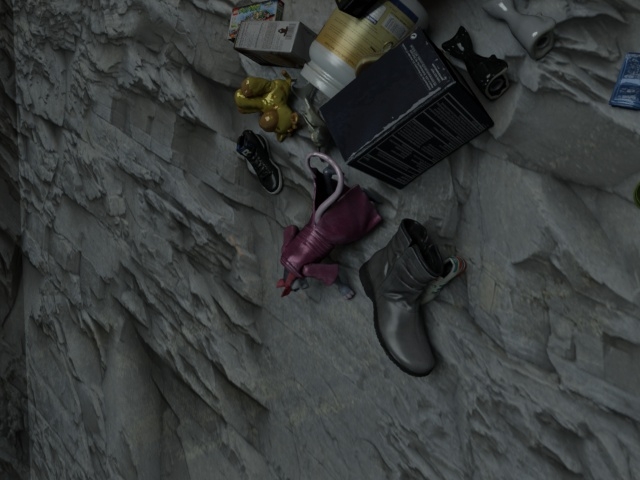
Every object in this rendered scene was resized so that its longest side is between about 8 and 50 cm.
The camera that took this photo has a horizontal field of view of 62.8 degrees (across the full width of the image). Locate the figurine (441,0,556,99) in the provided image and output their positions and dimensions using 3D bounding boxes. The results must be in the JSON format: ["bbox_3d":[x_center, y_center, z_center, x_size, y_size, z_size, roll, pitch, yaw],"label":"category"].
[{"bbox_3d":[0.426,-0.491,1.276,0.215,0.092,0.210,-42,58,20],"label":"figurine"}]

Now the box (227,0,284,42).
[{"bbox_3d":[-0.221,-0.742,1.776,0.206,0.036,0.114,5,85,34],"label":"box"}]

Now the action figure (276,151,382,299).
[{"bbox_3d":[0.000,0.000,1.384,0.248,0.275,0.370,36,89,26],"label":"action figure"}]

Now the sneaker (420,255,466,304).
[{"bbox_3d":[0.279,0.094,1.283,0.161,0.075,0.057,-45,61,20],"label":"sneaker"}]

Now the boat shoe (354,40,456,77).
[{"bbox_3d":[0.205,-0.438,1.316,0.104,0.285,0.089,-51,51,53],"label":"boat shoe"}]

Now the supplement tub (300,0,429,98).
[{"bbox_3d":[0.112,-0.522,1.401,0.228,0.228,0.316,47,108,30],"label":"supplement tub"}]

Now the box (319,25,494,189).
[{"bbox_3d":[0.208,-0.299,1.259,0.294,0.296,0.183,-35,65,24],"label":"box"}]

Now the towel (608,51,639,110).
[{"bbox_3d":[0.669,-0.340,1.118,0.067,0.029,0.120,21,94,34],"label":"towel"}]

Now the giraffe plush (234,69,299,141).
[{"bbox_3d":[-0.145,-0.400,1.619,0.210,0.181,0.171,-18,81,-5],"label":"giraffe plush"}]

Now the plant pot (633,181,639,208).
[{"bbox_3d":[0.671,-0.100,1.048,0.083,0.079,0.083,-6,80,34],"label":"plant pot"}]

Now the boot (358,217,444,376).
[{"bbox_3d":[0.216,0.132,1.242,0.223,0.118,0.338,-51,54,43],"label":"boot"}]

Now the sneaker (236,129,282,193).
[{"bbox_3d":[-0.203,-0.246,1.633,0.079,0.121,0.217,-34,65,26],"label":"sneaker"}]

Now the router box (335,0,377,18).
[{"bbox_3d":[0.130,-0.710,1.190,0.308,0.081,0.243,-33,68,39],"label":"router box"}]

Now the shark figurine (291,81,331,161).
[{"bbox_3d":[0.009,-0.354,1.544,0.116,0.166,0.278,-20,51,4],"label":"shark figurine"}]

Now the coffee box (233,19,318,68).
[{"bbox_3d":[-0.129,-0.609,1.632,0.246,0.141,0.098,18,93,36],"label":"coffee box"}]
